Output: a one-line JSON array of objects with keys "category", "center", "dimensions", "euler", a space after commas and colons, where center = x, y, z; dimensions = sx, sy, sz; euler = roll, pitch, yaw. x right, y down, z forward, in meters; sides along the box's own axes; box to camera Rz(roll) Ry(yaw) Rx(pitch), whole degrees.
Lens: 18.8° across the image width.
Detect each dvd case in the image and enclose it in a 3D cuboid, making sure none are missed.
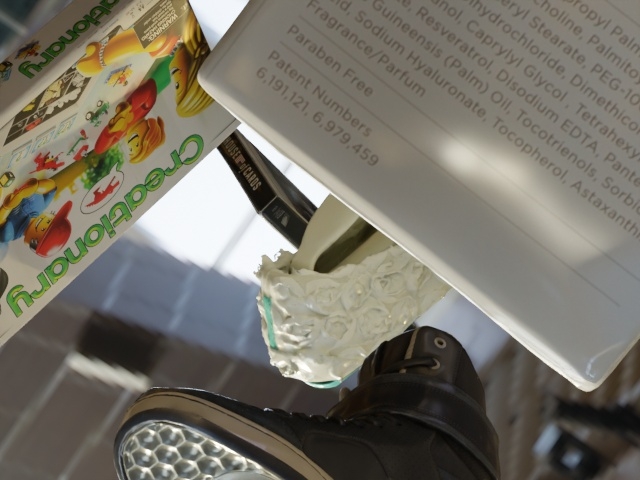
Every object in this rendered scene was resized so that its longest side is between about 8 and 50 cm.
[{"category": "dvd case", "center": [0.000, 0.000, 1.820], "dimensions": [0.029, 0.239, 0.179], "euler": [-43, -148, 5]}]

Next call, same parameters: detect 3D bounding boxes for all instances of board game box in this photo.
[{"category": "board game box", "center": [-0.209, -0.068, 1.550], "dimensions": [0.305, 0.053, 0.193], "euler": [-44, 142, -17]}]

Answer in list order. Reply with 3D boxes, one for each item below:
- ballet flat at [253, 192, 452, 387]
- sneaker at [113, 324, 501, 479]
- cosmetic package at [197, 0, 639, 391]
[{"category": "ballet flat", "center": [0.102, -0.036, 1.662], "dimensions": [0.409, 0.147, 0.147], "euler": [-41, -179, -26]}, {"category": "sneaker", "center": [0.001, 0.094, 0.933], "dimensions": [0.086, 0.226, 0.163], "euler": [-36, -148, 32]}, {"category": "cosmetic package", "center": [0.182, -0.170, 1.309], "dimensions": [0.393, 0.327, 0.329], "euler": [-52, 178, 12]}]
